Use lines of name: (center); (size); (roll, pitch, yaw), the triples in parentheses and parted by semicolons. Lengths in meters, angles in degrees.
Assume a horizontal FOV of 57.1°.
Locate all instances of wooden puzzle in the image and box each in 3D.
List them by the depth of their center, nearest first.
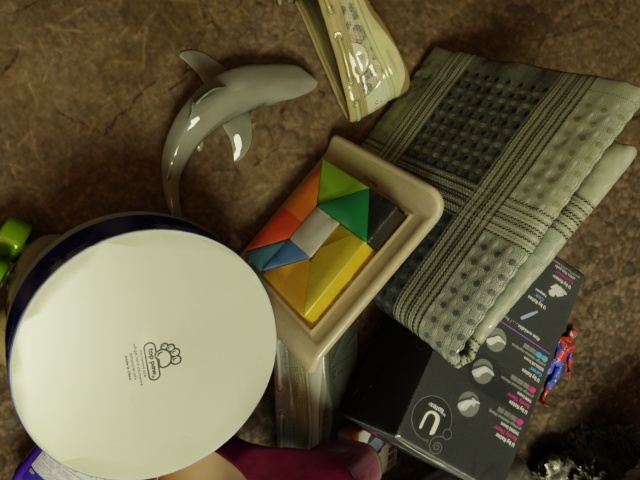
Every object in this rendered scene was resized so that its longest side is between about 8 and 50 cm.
wooden puzzle: (0.000, 0.000, 0.686); (0.044, 0.221, 0.239); (34, 93, -41)

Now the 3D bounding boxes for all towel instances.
towel: (0.150, -0.065, 0.667); (0.056, 0.312, 0.324); (35, 91, -39)

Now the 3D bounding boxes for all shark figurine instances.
shark figurine: (-0.142, -0.128, 0.705); (0.166, 0.116, 0.278); (33, 89, -7)

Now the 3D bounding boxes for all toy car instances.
toy car: (-0.345, 0.097, 0.710); (0.155, 0.149, 0.188); (27, 117, -20)

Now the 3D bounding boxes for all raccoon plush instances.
raccoon plush: (0.439, 0.440, 0.728); (0.216, 0.299, 0.447); (-13, 97, -5)

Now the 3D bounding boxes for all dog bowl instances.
dog bowl: (-0.184, 0.106, 0.620); (0.264, 0.104, 0.265); (-6, 104, -27)

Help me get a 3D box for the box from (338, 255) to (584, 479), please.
box: (0.163, 0.126, 0.698); (0.143, 0.165, 0.270); (32, 73, -12)

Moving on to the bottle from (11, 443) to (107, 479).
bottle: (-0.254, 0.222, 0.732); (0.118, 0.092, 0.283); (39, 90, -14)

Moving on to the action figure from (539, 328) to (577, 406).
action figure: (0.332, 0.177, 0.829); (0.038, 0.030, 0.115); (25, 90, -3)

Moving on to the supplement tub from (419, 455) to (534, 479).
supplement tub: (0.226, 0.454, 0.708); (0.207, 0.207, 0.338); (-25, 78, -4)

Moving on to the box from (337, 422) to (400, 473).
box: (0.067, 0.271, 0.774); (0.028, 0.136, 0.081); (6, 96, 33)

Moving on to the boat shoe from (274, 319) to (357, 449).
boat shoe: (-0.018, 0.229, 0.760); (0.103, 0.118, 0.321); (6, 99, 30)

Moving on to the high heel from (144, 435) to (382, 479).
high heel: (-0.128, 0.285, 0.650); (0.377, 0.181, 0.127); (-21, 81, 24)

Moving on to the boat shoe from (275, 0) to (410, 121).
boat shoe: (0.002, -0.283, 0.708); (0.089, 0.104, 0.285); (-35, 99, -5)
